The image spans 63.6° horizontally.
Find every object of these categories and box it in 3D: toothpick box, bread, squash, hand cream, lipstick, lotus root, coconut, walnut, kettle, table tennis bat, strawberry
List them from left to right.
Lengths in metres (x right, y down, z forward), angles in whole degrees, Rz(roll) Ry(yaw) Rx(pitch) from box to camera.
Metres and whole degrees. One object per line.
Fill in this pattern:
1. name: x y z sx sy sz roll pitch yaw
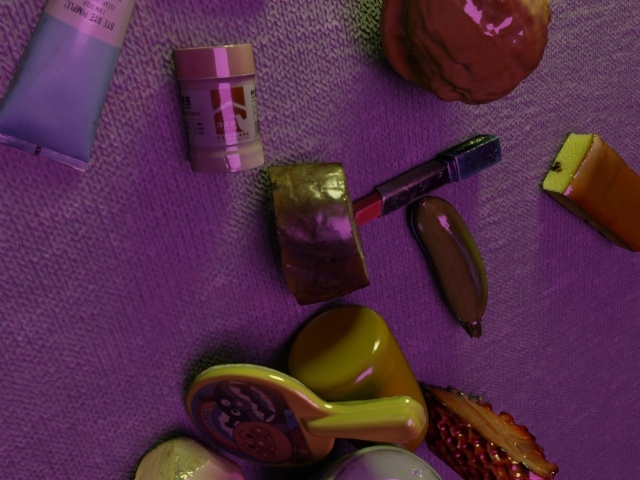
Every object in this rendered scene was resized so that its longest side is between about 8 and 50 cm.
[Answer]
1. hand cream: -0.266 -0.236 0.586 0.111 0.070 0.312 21 103 -35
2. coconut: -0.195 0.388 0.779 0.147 0.147 0.152 -48 120 -8
3. toothpick box: -0.127 -0.168 0.655 0.099 0.098 0.148 -15 114 -25
4. table tennis bat: -0.032 0.262 0.749 0.054 0.369 0.224 -67 143 -53
5. lotus root: 0.000 0.000 0.762 0.119 0.138 0.234 -11 122 6
6. kettle: 0.067 0.489 0.870 0.320 0.342 0.247 -8 66 -29
7. toothpick box: 0.078 0.253 0.873 0.175 0.175 0.271 -40 124 -13
8. lipstick: 0.175 -0.104 0.882 0.312 0.051 0.051 -26 119 -18
9. squash: 0.259 0.054 0.961 0.094 0.094 0.340 -36 118 -15
10. walnut: 0.201 -0.319 0.716 0.257 0.224 0.257 -13 140 -11
11. strawberry: 0.325 0.419 1.017 0.253 0.280 0.150 22 97 -43
12. bread: 0.630 -0.094 1.129 0.361 0.077 0.138 25 92 -34
